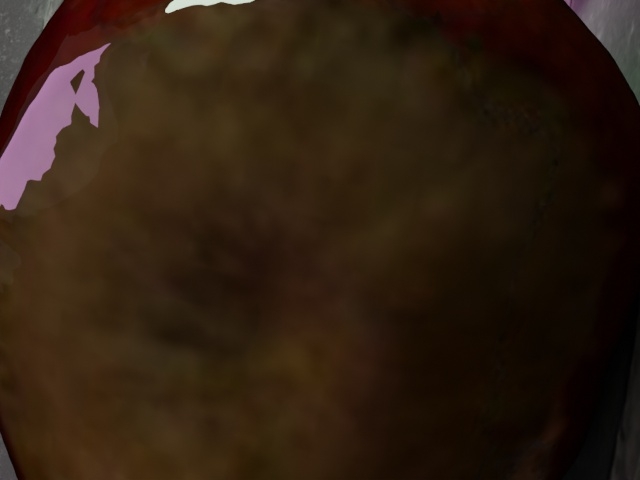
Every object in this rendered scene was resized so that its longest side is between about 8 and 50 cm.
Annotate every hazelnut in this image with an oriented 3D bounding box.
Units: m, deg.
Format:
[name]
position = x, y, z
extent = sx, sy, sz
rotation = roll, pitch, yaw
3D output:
[hazelnut]
position = 0.002, 0.014, 0.573
extent = 0.359, 0.359, 0.410
rotation = -91, 13, -65
